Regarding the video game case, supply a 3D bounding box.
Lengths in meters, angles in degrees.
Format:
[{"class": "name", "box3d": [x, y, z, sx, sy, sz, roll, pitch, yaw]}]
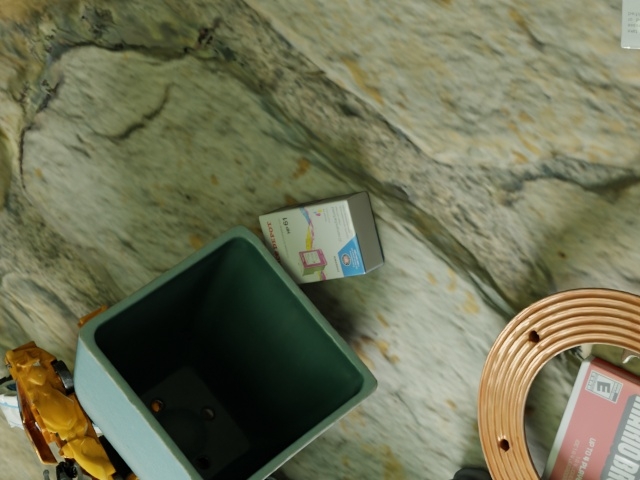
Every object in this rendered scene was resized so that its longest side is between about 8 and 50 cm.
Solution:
[{"class": "video game case", "box3d": [0.377, 0.268, 1.535, 0.285, 0.025, 0.204, 24, 114, 22]}]

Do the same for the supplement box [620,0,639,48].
[{"class": "supplement box", "box3d": [0.350, -0.290, 1.353, 0.114, 0.111, 0.220, 6, 105, 29]}]

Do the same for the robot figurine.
[{"class": "robot figurine", "box3d": [-0.261, 0.239, 1.808, 0.291, 0.211, 0.085, 61, 159, 9]}]

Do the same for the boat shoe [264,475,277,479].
[{"class": "boat shoe", "box3d": [0.009, 0.377, 1.729, 0.306, 0.105, 0.113, 26, 119, 29]}]

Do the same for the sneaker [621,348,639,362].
[{"class": "sneaker", "box3d": [0.388, 0.152, 1.478, 0.188, 0.066, 0.071, 47, 121, 22]}]

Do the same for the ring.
[{"class": "ring", "box3d": [0.308, 0.207, 1.500, 0.336, 0.032, 0.337, 14, 114, 36]}]

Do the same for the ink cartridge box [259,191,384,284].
[{"class": "ink cartridge box", "box3d": [0.000, 0.000, 1.664, 0.122, 0.052, 0.089, -10, 98, 33]}]

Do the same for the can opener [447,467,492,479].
[{"class": "can opener", "box3d": [0.145, 0.398, 1.673, 0.095, 0.076, 0.283, 5, 104, 28]}]

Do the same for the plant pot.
[{"class": "plant pot", "box3d": [-0.135, 0.183, 1.678, 0.247, 0.248, 0.252, 50, 148, 9]}]

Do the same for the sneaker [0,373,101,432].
[{"class": "sneaker", "box3d": [-0.342, 0.231, 1.921, 0.190, 0.071, 0.083, 10, 123, 29]}]
